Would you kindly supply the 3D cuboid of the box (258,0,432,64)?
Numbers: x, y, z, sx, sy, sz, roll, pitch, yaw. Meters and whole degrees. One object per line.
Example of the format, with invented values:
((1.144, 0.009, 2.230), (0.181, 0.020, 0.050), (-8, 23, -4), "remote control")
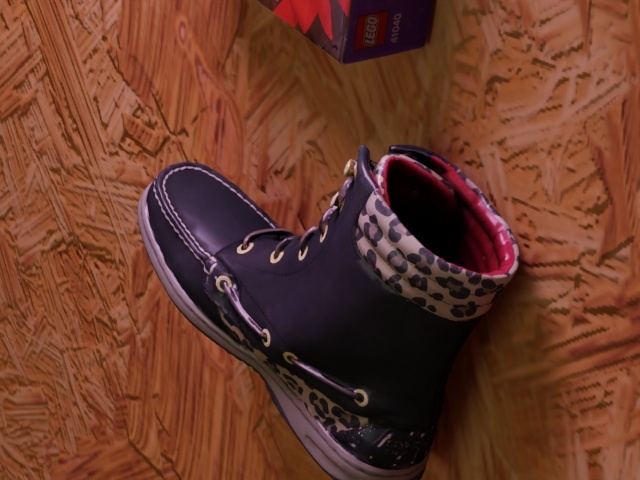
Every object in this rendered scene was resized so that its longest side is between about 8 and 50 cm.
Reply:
((-0.007, -0.262, 0.911), (0.201, 0.057, 0.293), (41, 135, 42), "box")

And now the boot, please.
((0.002, 0.000, 0.984), (0.236, 0.085, 0.179), (50, 138, 24), "boot")
